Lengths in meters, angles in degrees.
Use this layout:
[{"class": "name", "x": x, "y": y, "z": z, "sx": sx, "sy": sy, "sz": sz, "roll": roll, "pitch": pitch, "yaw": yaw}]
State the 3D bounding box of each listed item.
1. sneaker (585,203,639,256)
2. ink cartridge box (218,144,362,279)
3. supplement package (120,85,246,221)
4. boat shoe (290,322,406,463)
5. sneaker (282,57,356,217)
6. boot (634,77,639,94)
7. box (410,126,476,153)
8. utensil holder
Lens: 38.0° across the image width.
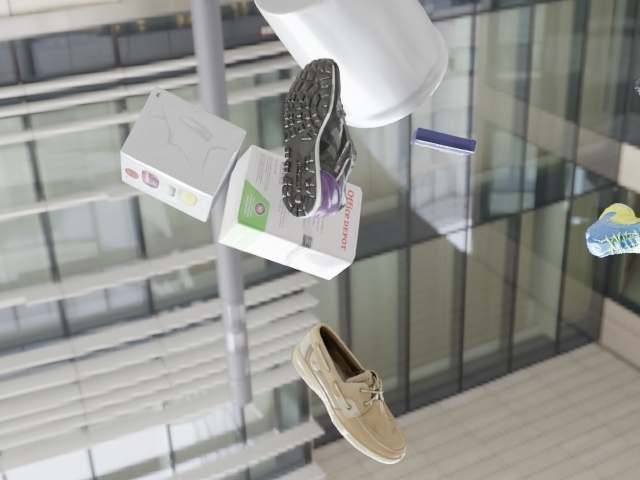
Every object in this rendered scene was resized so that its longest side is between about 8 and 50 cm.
[{"class": "sneaker", "x": 0.621, "y": 0.005, "z": 1.879, "sx": 0.126, "sy": 0.091, "sz": 0.240, "roll": -35, "pitch": -162, "yaw": -2}, {"class": "ink cartridge box", "x": -0.061, "y": -0.057, "z": 2.000, "sx": 0.272, "sy": 0.115, "sz": 0.198, "roll": 21, "pitch": -122, "yaw": -21}, {"class": "supplement package", "x": -0.269, "y": -0.161, "z": 1.800, "sx": 0.194, "sy": 0.149, "sz": 0.203, "roll": 26, "pitch": 164, "yaw": -4}, {"class": "boat shoe", "x": 0.074, "y": 0.333, "z": 2.023, "sx": 0.341, "sy": 0.110, "sz": 0.121, "roll": 47, "pitch": -146, "yaw": 12}, {"class": "sneaker", "x": 0.008, "y": -0.182, "z": 1.669, "sx": 0.107, "sy": 0.284, "sz": 0.124, "roll": 17, "pitch": -167, "yaw": 42}, {"class": "boot", "x": 0.848, "y": -0.384, "z": 2.067, "sx": 0.246, "sy": 0.207, "sz": 0.094, "roll": 4, "pitch": -128, "yaw": -23}, {"class": "box", "x": 0.283, "y": -0.227, "z": 2.143, "sx": 0.136, "sy": 0.037, "sz": 0.225, "roll": 13, "pitch": -175, "yaw": 2}, {"class": "utensil holder", "x": 0.070, "y": -0.503, "z": 2.154, "sx": 0.327, "sy": 0.385, "sz": 0.328, "roll": -20, "pitch": -131, "yaw": 24}]
